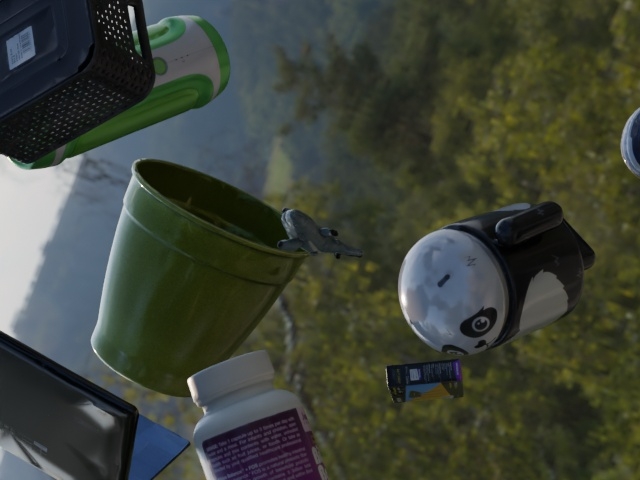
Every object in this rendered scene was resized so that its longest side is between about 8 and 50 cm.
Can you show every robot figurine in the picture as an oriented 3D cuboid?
[{"bbox_3d":[0.232,0.050,1.812,0.174,0.278,0.209,11,111,49],"label":"robot figurine"}]

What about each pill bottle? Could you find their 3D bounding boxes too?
[{"bbox_3d":[-0.084,0.320,2.006,0.169,0.169,0.301,130,120,-72],"label":"pill bottle"}]

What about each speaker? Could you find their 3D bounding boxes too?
[{"bbox_3d":[-0.257,-0.187,1.718,0.296,0.131,0.131,-27,-23,-36],"label":"speaker"}]

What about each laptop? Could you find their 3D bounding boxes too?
[{"bbox_3d":[-0.376,0.174,1.920,0.236,0.382,0.408,-56,-11,-38],"label":"laptop"}]

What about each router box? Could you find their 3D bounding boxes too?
[{"bbox_3d":[0.191,0.256,2.514,0.179,0.133,0.046,66,-161,-73],"label":"router box"}]

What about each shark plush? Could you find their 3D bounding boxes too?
[{"bbox_3d":[0.000,0.000,2.197,0.067,0.161,0.073,-30,33,46],"label":"shark plush"}]

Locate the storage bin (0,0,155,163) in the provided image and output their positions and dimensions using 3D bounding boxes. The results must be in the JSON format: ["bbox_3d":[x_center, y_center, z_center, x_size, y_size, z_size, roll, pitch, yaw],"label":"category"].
[{"bbox_3d":[-0.252,-0.164,1.282,0.180,0.084,0.122,-25,63,27],"label":"storage bin"}]

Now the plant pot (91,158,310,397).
[{"bbox_3d":[-0.252,0.086,2.581,0.353,0.367,0.366,-63,8,13],"label":"plant pot"}]

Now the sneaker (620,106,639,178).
[{"bbox_3d":[0.563,-0.206,2.059,0.282,0.099,0.153,-44,3,-33],"label":"sneaker"}]
